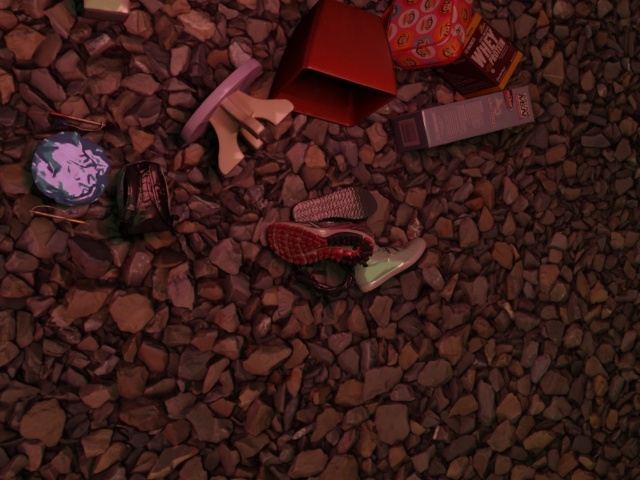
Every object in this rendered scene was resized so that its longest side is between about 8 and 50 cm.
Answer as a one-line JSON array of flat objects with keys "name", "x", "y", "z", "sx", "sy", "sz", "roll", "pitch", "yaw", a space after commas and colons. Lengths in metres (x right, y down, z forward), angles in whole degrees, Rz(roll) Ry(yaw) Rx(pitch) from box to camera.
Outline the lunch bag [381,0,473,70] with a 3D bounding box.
[{"name": "lunch bag", "x": 0.288, "y": -0.628, "z": 1.908, "sx": 0.120, "sy": 0.258, "sz": 0.293, "roll": 34, "pitch": 65, "yaw": -48}]

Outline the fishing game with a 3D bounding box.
[{"name": "fishing game", "x": -0.611, "y": -0.176, "z": 1.665, "sx": 0.189, "sy": 0.041, "sz": 0.264, "roll": 8, "pitch": 84, "yaw": -31}]

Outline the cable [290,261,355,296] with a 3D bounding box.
[{"name": "cable", "x": 0.018, "y": 0.076, "z": 1.910, "sx": 0.184, "sy": 0.047, "sz": 0.151, "roll": 24, "pitch": 68, "yaw": 8}]

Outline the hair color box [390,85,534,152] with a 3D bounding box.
[{"name": "hair color box", "x": 0.419, "y": -0.357, "z": 2.005, "sx": 0.374, "sy": 0.185, "sz": 0.114, "roll": -17, "pitch": 99, "yaw": -21}]

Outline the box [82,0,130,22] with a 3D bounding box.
[{"name": "box", "x": -0.521, "y": -0.682, "z": 1.645, "sx": 0.113, "sy": 0.094, "sz": 0.275, "roll": 1, "pitch": 92, "yaw": -22}]

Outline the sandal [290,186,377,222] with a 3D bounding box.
[{"name": "sandal", "x": 0.037, "y": -0.098, "z": 1.938, "sx": 0.254, "sy": 0.054, "sz": 0.097, "roll": -7, "pitch": 88, "yaw": -13}]

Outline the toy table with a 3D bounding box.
[{"name": "toy table", "x": -0.206, "y": -0.311, "z": 1.729, "sx": 0.161, "sy": 0.252, "sz": 0.274, "roll": 44, "pitch": 95, "yaw": -3}]

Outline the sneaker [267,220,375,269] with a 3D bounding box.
[{"name": "sneaker", "x": 0.000, "y": 0.000, "z": 1.865, "sx": 0.299, "sy": 0.112, "sz": 0.121, "roll": 8, "pitch": 119, "yaw": 5}]

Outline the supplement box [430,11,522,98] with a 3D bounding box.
[{"name": "supplement box", "x": 0.446, "y": -0.540, "z": 2.004, "sx": 0.194, "sy": 0.191, "sz": 0.129, "roll": 34, "pitch": 80, "yaw": -20}]

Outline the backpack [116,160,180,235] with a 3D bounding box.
[{"name": "backpack", "x": -0.448, "y": -0.109, "z": 1.695, "sx": 0.152, "sy": 0.115, "sz": 0.182, "roll": -9, "pitch": 95, "yaw": -34}]

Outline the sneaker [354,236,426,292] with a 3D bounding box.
[{"name": "sneaker", "x": 0.188, "y": 0.024, "z": 1.979, "sx": 0.256, "sy": 0.094, "sz": 0.151, "roll": -33, "pitch": 102, "yaw": -19}]

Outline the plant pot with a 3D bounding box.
[{"name": "plant pot", "x": 0.036, "y": -0.484, "z": 1.814, "sx": 0.267, "sy": 0.267, "sz": 0.236, "roll": 11, "pitch": 76, "yaw": -23}]
